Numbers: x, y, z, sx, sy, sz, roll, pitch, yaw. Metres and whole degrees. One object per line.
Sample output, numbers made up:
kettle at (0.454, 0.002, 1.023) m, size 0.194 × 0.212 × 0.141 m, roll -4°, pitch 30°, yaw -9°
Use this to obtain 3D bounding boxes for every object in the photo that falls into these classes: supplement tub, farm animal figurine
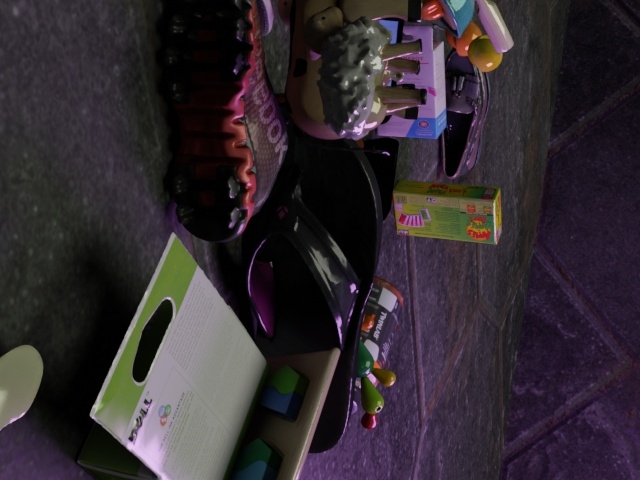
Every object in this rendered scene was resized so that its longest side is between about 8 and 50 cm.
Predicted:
supplement tub at (0.050, 0.153, 1.381) m, size 0.106 × 0.106 × 0.198 m, roll 69°, pitch 34°, yaw -48°
farm animal figurine at (0.014, -0.250, 0.968) m, size 0.330 × 0.172 × 0.327 m, roll 39°, pitch 51°, yaw -87°

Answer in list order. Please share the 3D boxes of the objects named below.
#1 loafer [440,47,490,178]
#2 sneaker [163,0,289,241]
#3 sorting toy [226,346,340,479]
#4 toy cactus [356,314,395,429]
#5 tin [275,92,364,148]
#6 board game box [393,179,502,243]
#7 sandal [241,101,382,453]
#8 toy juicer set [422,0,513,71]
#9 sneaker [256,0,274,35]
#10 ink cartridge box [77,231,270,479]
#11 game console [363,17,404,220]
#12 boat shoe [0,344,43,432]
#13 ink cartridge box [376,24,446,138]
loafer at (0.277, -0.247, 1.853) m, size 0.084 × 0.096 × 0.268 m, roll -43°, pitch 137°, yaw -49°
sneaker at (-0.092, -0.143, 0.973) m, size 0.135 × 0.097 × 0.276 m, roll -35°, pitch 130°, yaw -61°
sorting toy at (-0.078, 0.205, 1.003) m, size 0.038 × 0.208 × 0.193 m, roll 38°, pitch 55°, yaw -28°
toy cactus at (0.038, 0.120, 1.231) m, size 0.180 × 0.112 × 0.219 m, roll 98°, pitch -20°, yaw -51°
tin at (-0.011, -0.130, 1.164) m, size 0.189 × 0.106 × 0.040 m, roll 44°, pitch 47°, yaw -63°
board game box at (0.222, -0.051, 1.643) m, size 0.043 × 0.181 × 0.092 m, roll -57°, pitch 146°, yaw -47°
sandal at (-0.018, 0.065, 1.102) m, size 0.107 × 0.167 × 0.446 m, roll -49°, pitch 141°, yaw -64°
toy juicer set at (0.204, -0.341, 1.441) m, size 0.209 × 0.089 × 0.329 m, roll 57°, pitch 5°, yaw -11°
sneaker at (-0.073, -0.296, 1.037) m, size 0.070 × 0.051 × 0.134 m, roll -61°, pitch 144°, yaw -34°
ink cartridge box at (-0.156, 0.133, 0.892) m, size 0.255 × 0.097 × 0.189 m, roll 64°, pitch 39°, yaw -50°
game console at (0.074, -0.191, 1.401) m, size 0.213 × 0.044 × 0.361 m, roll -24°, pitch 122°, yaw -64°
boat shoe at (-0.260, 0.133, 0.715) m, size 0.049 × 0.042 × 0.133 m, roll 53°, pitch 43°, yaw -30°
ink cartridge box at (0.142, -0.259, 1.497) m, size 0.061 × 0.104 × 0.181 m, roll -48°, pitch 138°, yaw -55°
